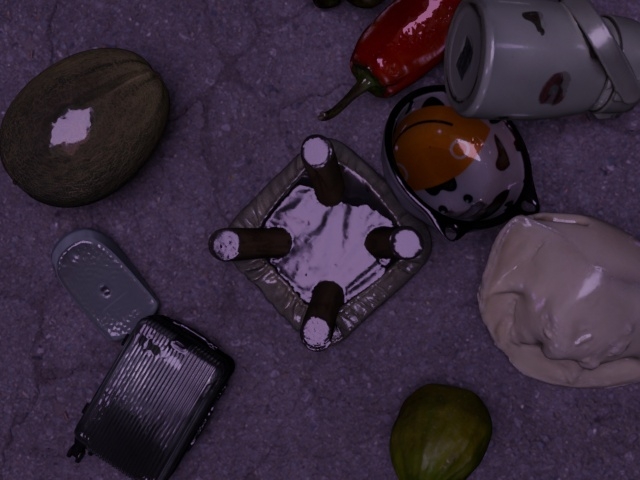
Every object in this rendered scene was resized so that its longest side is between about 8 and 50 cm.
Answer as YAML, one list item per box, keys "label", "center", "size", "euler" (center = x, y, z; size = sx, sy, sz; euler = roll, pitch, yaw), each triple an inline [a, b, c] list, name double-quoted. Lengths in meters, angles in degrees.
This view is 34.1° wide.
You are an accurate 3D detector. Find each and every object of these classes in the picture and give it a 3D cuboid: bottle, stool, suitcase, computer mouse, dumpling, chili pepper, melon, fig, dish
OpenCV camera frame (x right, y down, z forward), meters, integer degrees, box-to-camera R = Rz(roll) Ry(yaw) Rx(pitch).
- label: "bottle"
  center: [0.404, -0.305, 1.740]
  size: [0.352, 0.229, 0.229]
  euler: [1, 89, -11]
- label: "stool"
  center: [0.000, 0.000, 1.815]
  size: [0.310, 0.226, 0.310]
  euler: [-45, 83, 4]
- label: "suitcase"
  center: [-0.306, 0.301, 1.904]
  size: [0.202, 0.128, 0.312]
  euler: [32, 93, 8]
- label: "computer mouse"
  center: [-0.405, 0.079, 1.956]
  size: [0.128, 0.079, 0.231]
  euler: [-35, 99, 4]
- label: "dumpling"
  center: [0.448, 0.120, 1.780]
  size: [0.395, 0.233, 0.315]
  euler: [22, 124, -4]
- label: "chili pepper"
  center: [0.121, -0.324, 1.847]
  size: [0.338, 0.134, 0.131]
  euler: [-45, 40, 2]
- label: "melon"
  center: [-0.423, -0.203, 1.879]
  size: [0.329, 0.248, 0.248]
  euler: [-39, 83, 3]
- label: "fig"
  center: [0.199, 0.360, 1.794]
  size: [0.167, 0.167, 0.233]
  euler: [17, 65, 9]
- label: "dish"
  center: [0.220, -0.120, 1.804]
  size: [0.303, 0.120, 0.303]
  euler: [8, 65, -17]

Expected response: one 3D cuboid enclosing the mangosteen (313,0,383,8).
- label: "mangosteen"
  center: [0.053, -0.542, 1.824]
  size: [0.287, 0.287, 0.233]
  euler: [32, 65, 8]
